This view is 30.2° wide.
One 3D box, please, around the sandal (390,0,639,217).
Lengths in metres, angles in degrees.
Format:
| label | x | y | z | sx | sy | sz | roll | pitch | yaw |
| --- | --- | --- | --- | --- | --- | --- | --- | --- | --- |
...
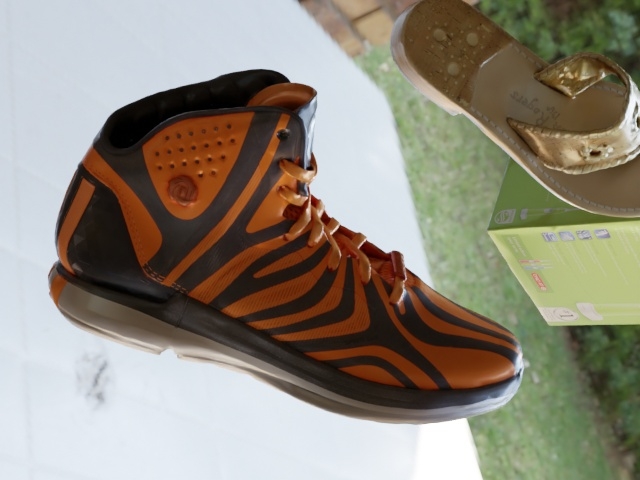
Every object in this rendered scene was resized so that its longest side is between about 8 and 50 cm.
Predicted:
| label | x | y | z | sx | sy | sz | roll | pitch | yaw |
| --- | --- | --- | --- | --- | --- | --- | --- | --- | --- |
| sandal | 0.159 | -0.081 | 0.744 | 0.240 | 0.088 | 0.079 | 27 | -7 | -17 |

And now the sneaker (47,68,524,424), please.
| label | x | y | z | sx | sy | sz | roll | pitch | yaw |
| --- | --- | --- | --- | --- | --- | --- | --- | --- | --- |
| sneaker | 0.000 | 0.000 | 0.748 | 0.321 | 0.180 | 0.124 | 15 | 19 | -13 |

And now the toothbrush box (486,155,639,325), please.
| label | x | y | z | sx | sy | sz | roll | pitch | yaw |
| --- | --- | --- | --- | --- | --- | --- | --- | --- | --- |
| toothbrush box | 0.371 | -0.004 | 1.390 | 0.206 | 0.283 | 0.122 | 50 | 50 | -39 |
